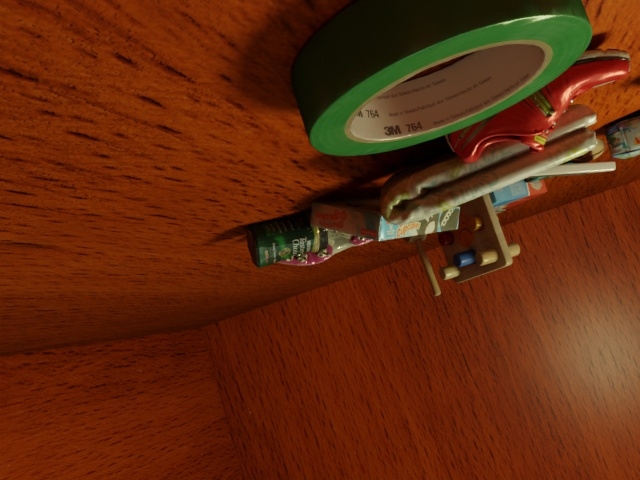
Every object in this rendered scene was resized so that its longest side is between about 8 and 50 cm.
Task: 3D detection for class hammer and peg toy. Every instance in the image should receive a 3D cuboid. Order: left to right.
[{"bbox_3d":[0.379,-0.008,1.731,0.127,0.266,0.361,-14,170,-23],"label":"hammer and peg toy"}]

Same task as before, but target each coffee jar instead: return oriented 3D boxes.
[{"bbox_3d":[-0.069,-0.006,1.415,0.184,0.079,0.096,-16,133,-17],"label":"coffee jar"}]

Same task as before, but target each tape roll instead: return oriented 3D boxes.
[{"bbox_3d":[0.129,-0.193,0.702,0.321,0.077,0.321,-17,171,-3],"label":"tape roll"}]

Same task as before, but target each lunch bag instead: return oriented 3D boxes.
[{"bbox_3d":[0.819,-0.267,1.521,0.219,0.090,0.176,-18,174,41],"label":"lunch bag"}]

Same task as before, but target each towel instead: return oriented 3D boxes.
[{"bbox_3d":[0.284,-0.138,1.144,0.374,0.090,0.320,-23,-177,9],"label":"towel"}]

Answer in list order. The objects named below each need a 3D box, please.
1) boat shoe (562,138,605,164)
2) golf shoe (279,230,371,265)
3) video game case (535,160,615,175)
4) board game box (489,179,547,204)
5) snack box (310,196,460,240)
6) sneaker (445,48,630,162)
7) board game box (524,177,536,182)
[{"bbox_3d":[0.656,-0.227,1.583,0.170,0.063,0.059,-15,177,-14],"label":"boat shoe"},{"bbox_3d":[0.000,0.000,1.557,0.306,0.115,0.140,-13,174,-19],"label":"golf shoe"},{"bbox_3d":[0.603,-0.178,1.612,0.227,0.026,0.206,-4,-177,2],"label":"video game case"},{"bbox_3d":[0.520,-0.116,2.004,0.242,0.064,0.316,-12,170,-33],"label":"board game box"},{"bbox_3d":[0.153,-0.055,1.406,0.187,0.060,0.322,14,-166,40],"label":"snack box"},{"bbox_3d":[0.328,-0.194,0.944,0.279,0.118,0.107,-21,172,19],"label":"sneaker"},{"bbox_3d":[0.708,-0.221,1.842,0.126,0.026,0.186,-12,170,-30],"label":"board game box"}]
